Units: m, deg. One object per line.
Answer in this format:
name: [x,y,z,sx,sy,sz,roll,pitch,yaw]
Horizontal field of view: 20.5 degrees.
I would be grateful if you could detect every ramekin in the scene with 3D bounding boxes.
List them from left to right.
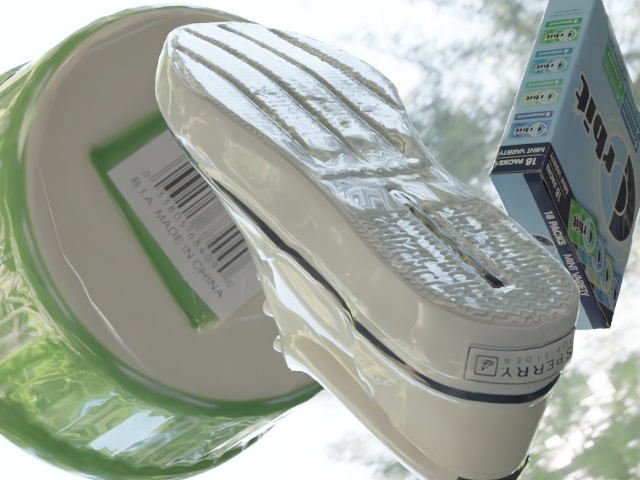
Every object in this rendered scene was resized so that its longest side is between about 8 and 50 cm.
ramekin: [-0.098,-0.004,1.139,0.303,0.148,0.303,11,-112,-28]

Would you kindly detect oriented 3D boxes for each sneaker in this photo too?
sneaker: [0.000,0.000,0.659,0.094,0.091,0.258,-3,-148,-26]

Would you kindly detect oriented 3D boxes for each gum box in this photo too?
gum box: [0.181,-0.056,1.237,0.157,0.041,0.184,61,-143,-39]
